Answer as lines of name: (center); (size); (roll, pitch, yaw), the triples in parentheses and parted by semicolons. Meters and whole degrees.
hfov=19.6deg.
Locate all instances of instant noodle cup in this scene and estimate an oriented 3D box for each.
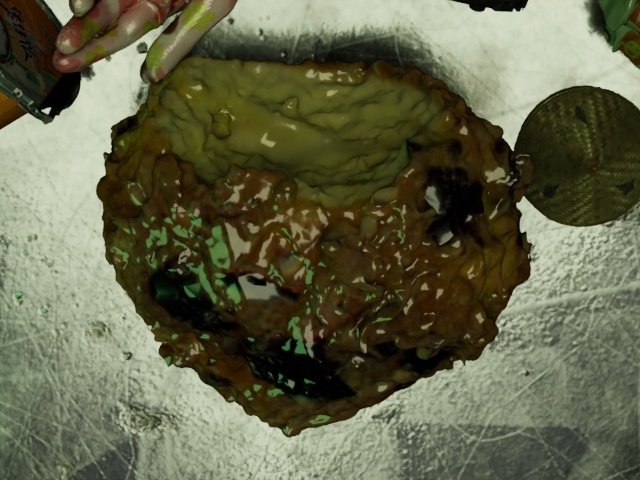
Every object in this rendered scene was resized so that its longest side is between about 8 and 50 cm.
instant noodle cup: (-0.333, -0.169, 1.772); (0.125, 0.208, 0.177); (-34, 135, 22)

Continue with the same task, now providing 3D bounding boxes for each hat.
hat: (0.267, -0.078, 1.838); (0.146, 0.067, 0.146); (0, 103, 0)

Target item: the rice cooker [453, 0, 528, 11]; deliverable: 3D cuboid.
rice cooker: (0.134, -0.290, 1.754); (0.203, 0.142, 0.118); (13, 114, -3)

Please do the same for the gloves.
gloves: (-0.164, -0.250, 1.772); (0.241, 0.126, 0.145); (-37, 124, 4)

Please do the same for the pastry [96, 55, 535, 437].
pastry: (-0.009, 0.010, 1.725); (0.405, 0.292, 0.337); (6, 130, 13)

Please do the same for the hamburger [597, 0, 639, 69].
hamburger: (0.380, -0.215, 1.783); (0.214, 0.125, 0.235); (-16, 99, 9)
